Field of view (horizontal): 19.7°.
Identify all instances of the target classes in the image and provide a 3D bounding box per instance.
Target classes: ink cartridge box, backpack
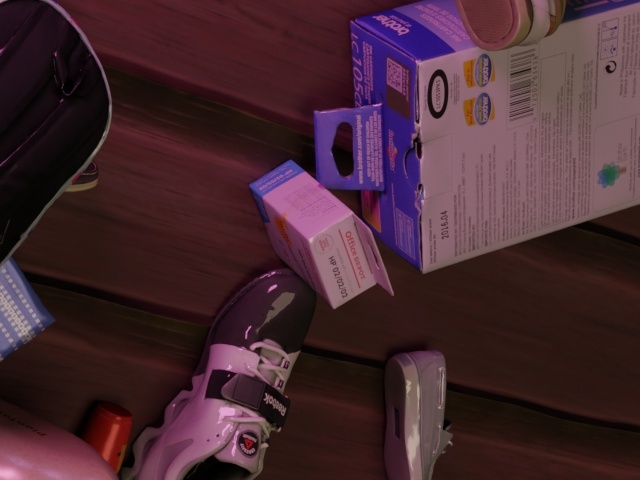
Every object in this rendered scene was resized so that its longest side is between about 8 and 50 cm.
[{"bbox_3d":[0.187,-0.138,2.074,0.395,0.151,0.270,-18,123,-24],"label":"ink cartridge box"},{"bbox_3d":[0.000,0.000,2.014,0.062,0.181,0.104,-31,127,-14],"label":"ink cartridge box"},{"bbox_3d":[-0.325,-0.112,1.681,0.253,0.191,0.225,-46,131,-17],"label":"backpack"}]

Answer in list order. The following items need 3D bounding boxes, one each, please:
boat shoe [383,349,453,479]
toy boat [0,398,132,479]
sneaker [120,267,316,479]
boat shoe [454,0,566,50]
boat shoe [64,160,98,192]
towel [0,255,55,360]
[{"bbox_3d":[0.129,0.238,2.293,0.081,0.079,0.227,-13,118,-21],"label":"boat shoe"},{"bbox_3d":[-0.301,0.257,1.958,0.318,0.267,0.148,1,112,-68],"label":"toy boat"},{"bbox_3d":[-0.087,0.192,2.094,0.122,0.146,0.330,27,98,-37],"label":"sneaker"},{"bbox_3d":[0.177,-0.349,1.932,0.103,0.113,0.302,-14,92,-44],"label":"boat shoe"},{"bbox_3d":[-0.290,-0.085,1.868,0.152,0.056,0.049,7,116,-34],"label":"boat shoe"},{"bbox_3d":[-0.450,0.085,1.787,0.336,0.040,0.243,-37,117,-16],"label":"towel"}]
